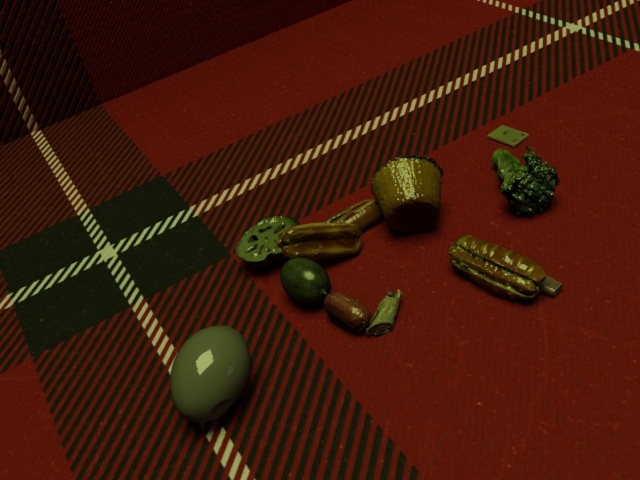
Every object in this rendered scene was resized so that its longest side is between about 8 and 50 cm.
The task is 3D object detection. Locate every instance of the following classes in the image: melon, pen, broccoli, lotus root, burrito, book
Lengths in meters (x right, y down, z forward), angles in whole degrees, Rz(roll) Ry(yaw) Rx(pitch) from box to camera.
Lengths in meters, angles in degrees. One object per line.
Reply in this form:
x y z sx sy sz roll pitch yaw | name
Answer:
-0.037 0.109 1.851 0.114 0.114 0.167 -36 41 -26 | melon
0.512 0.085 1.777 0.053 0.032 0.197 -37 46 -25 | pen
0.572 -0.194 2.047 0.165 0.145 0.304 -50 24 15 | broccoli
-0.139 0.018 2.028 0.183 0.078 0.204 0 40 25 | lotus root
0.164 0.181 1.756 0.055 0.041 0.149 7 43 27 | burrito
0.610 -0.340 2.292 0.077 0.014 0.111 -34 42 -26 | book

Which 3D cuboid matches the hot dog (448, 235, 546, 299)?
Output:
0.434 0.069 1.769 0.269 0.115 0.072 22 16 40 | hot dog

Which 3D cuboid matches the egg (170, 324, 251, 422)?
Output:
-0.254 0.307 1.617 0.176 0.176 0.232 1 42 18 | egg

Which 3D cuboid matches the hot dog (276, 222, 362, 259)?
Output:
0.000 0.000 1.949 0.249 0.100 0.068 -3 3 -25 | hot dog

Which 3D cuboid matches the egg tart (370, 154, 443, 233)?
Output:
0.254 -0.127 2.000 0.215 0.215 0.171 -10 52 5 | egg tart

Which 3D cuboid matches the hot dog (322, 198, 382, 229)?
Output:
0.079 -0.053 2.059 0.235 0.062 0.092 -31 44 -20 | hot dog

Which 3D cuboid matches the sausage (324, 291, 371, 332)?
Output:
0.068 0.177 1.764 0.076 0.076 0.141 -37 42 -27 | sausage
